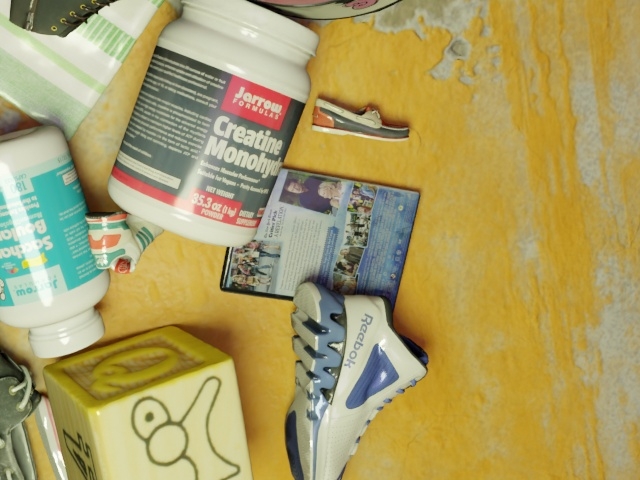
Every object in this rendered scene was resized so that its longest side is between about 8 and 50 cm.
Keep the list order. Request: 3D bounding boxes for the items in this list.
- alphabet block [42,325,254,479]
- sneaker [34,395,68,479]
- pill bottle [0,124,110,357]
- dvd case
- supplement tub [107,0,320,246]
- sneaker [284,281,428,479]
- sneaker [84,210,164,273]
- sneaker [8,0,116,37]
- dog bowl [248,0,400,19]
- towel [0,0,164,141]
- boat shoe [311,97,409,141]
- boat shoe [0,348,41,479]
[{"bbox_3d":[-0.213,0.241,1.116,0.192,0.193,0.197,-17,107,-33],"label":"alphabet block"},{"bbox_3d":[-0.333,0.261,1.194,0.070,0.051,0.134,-21,96,-28],"label":"sneaker"},{"bbox_3d":[-0.343,0.004,1.078,0.146,0.146,0.264,-18,106,-9],"label":"pill bottle"},{"bbox_3d":[0.000,0.000,1.226,0.253,0.022,0.180,9,101,-16],"label":"dvd case"},{"bbox_3d":[-0.126,-0.146,1.072,0.191,0.191,0.272,19,98,-17],"label":"supplement tub"},{"bbox_3d":[0.055,0.208,1.228,0.182,0.127,0.316,-1,107,-18],"label":"sneaker"},{"bbox_3d":[-0.239,0.002,1.099,0.057,0.161,0.075,-1,90,13],"label":"sneaker"},{"bbox_3d":[-0.248,-0.282,1.020,0.222,0.083,0.118,15,110,10],"label":"sneaker"},{"bbox_3d":[-0.021,-0.427,0.919,0.408,0.150,0.408,6,111,16],"label":"dog bowl"},{"bbox_3d":[-0.317,-0.320,1.067,0.248,0.038,0.325,34,93,-19],"label":"towel"},{"bbox_3d":[0.056,-0.159,1.190,0.137,0.049,0.043,7,99,-10],"label":"boat shoe"},{"bbox_3d":[-0.412,0.199,1.126,0.119,0.121,0.335,-2,114,-9],"label":"boat shoe"}]
